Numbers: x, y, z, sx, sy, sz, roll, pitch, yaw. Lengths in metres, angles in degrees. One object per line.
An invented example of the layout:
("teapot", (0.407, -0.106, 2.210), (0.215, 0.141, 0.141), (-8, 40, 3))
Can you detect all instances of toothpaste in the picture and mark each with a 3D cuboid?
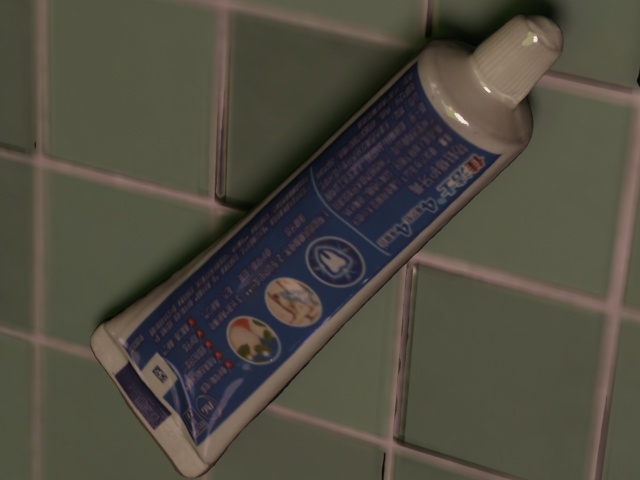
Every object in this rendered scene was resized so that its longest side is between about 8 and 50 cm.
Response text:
("toothpaste", (0.000, 0.000, 0.555), (0.057, 0.035, 0.197), (53, 129, 8))
